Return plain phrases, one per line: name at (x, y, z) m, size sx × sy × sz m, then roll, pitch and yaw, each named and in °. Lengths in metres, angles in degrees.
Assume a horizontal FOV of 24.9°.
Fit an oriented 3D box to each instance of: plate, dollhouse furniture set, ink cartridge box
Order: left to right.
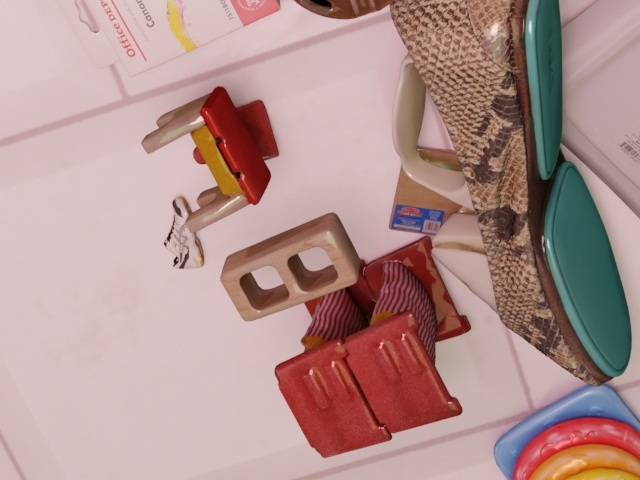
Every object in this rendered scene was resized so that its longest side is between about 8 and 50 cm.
ink cartridge box at (-0.149, -0.231, 1.341) m, size 0.198 × 0.067 × 0.115 m, roll -24°, pitch 117°, yaw 11°
dollhouse furniture set at (0.000, 0.000, 1.401) m, size 0.152 × 0.201 × 0.374 m, roll -22°, pitch 109°, yaw 16°
plate at (0.363, -0.139, 1.397) m, size 0.277 × 0.045 × 0.278 m, roll 39°, pitch 121°, yaw -21°

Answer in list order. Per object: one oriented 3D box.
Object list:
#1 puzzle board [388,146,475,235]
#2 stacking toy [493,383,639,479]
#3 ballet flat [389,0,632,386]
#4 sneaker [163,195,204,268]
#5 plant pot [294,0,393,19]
puzzle board at (0.140, -0.047, 1.484) m, size 0.128 × 0.011 × 0.096 m, roll 8°, pitch 119°, yaw -5°
stacking toy at (0.297, 0.312, 1.518) m, size 0.166 × 0.302 × 0.175 m, roll -35°, pitch 115°, yaw 15°
ballet flat at (0.171, -0.056, 1.385) m, size 0.182 × 0.164 × 0.483 m, roll 0°, pitch 131°, yaw 26°
sneaker at (-0.145, -0.005, 1.483) m, size 0.037 × 0.032 × 0.083 m, roll -10°, pitch 118°, yaw 3°
plant pot at (0.018, -0.278, 1.267) m, size 0.167 × 0.165 × 0.167 m, roll -1°, pitch 119°, yaw -2°
